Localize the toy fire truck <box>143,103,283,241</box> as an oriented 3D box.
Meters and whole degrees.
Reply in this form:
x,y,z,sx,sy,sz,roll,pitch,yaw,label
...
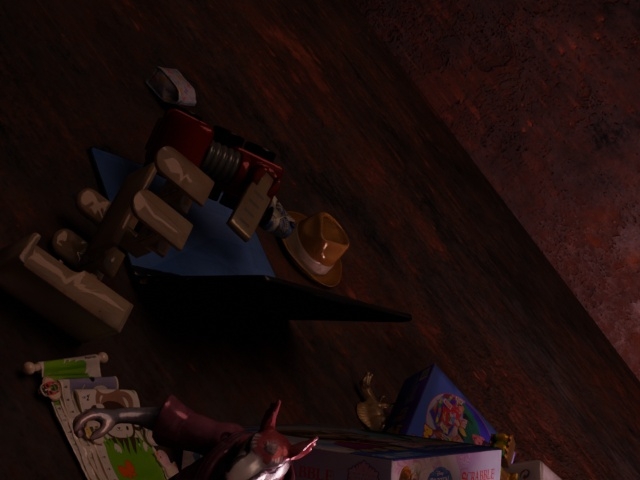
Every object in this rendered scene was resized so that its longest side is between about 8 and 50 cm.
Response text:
x,y,z,sx,sy,sz,roll,pitch,yaw,label
-0.160,-0.103,1.561,0.217,0.158,0.246,26,-2,-20,toy fire truck

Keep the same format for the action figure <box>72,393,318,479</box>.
x,y,z,sx,sy,sz,roll,pitch,yaw,label
-0.119,0.292,0.981,0.276,0.370,0.248,23,35,-45,action figure

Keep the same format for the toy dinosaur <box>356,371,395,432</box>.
x,y,z,sx,sy,sz,roll,pitch,yaw,label
0.105,0.323,1.765,0.093,0.053,0.183,20,37,-27,toy dinosaur

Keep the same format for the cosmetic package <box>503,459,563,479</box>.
x,y,z,sx,sy,sz,roll,pitch,yaw,label
0.315,0.556,1.505,0.217,0.156,0.385,44,42,-39,cosmetic package

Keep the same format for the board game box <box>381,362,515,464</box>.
x,y,z,sx,sy,sz,roll,pitch,yaw,label
0.198,0.405,1.677,0.233,0.078,0.347,48,35,-9,board game box

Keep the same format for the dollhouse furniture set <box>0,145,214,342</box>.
x,y,z,sx,sy,sz,roll,pitch,yaw,label
-0.299,-0.014,1.307,0.161,0.212,0.242,41,53,-27,dollhouse furniture set

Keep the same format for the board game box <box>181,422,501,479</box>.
x,y,z,sx,sy,sz,roll,pitch,yaw,label
0.036,0.298,1.348,0.319,0.318,0.065,14,79,-56,board game box

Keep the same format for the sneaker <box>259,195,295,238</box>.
x,y,z,sx,sy,sz,roll,pitch,yaw,label
-0.074,-0.033,1.696,0.058,0.052,0.135,36,13,-14,sneaker

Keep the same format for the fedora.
x,y,z,sx,sy,sz,roll,pitch,yaw,label
0.000,0.000,1.978,0.194,0.079,0.194,40,27,-25,fedora

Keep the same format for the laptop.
x,y,z,sx,sy,sz,roll,pitch,yaw,label
-0.113,-0.009,1.611,0.382,0.408,0.236,18,74,-51,laptop

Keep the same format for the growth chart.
x,y,z,sx,sy,sz,roll,pitch,yaw,label
-0.260,0.240,1.243,0.237,0.021,0.172,57,23,10,growth chart

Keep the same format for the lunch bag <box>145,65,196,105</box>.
x,y,z,sx,sy,sz,roll,pitch,yaw,label
-0.284,-0.290,1.914,0.083,0.053,0.071,46,20,11,lunch bag

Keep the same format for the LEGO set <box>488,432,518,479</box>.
x,y,z,sx,sy,sz,roll,pitch,yaw,label
0.197,0.388,1.458,0.107,0.287,0.132,44,-13,-18,LEGO set
